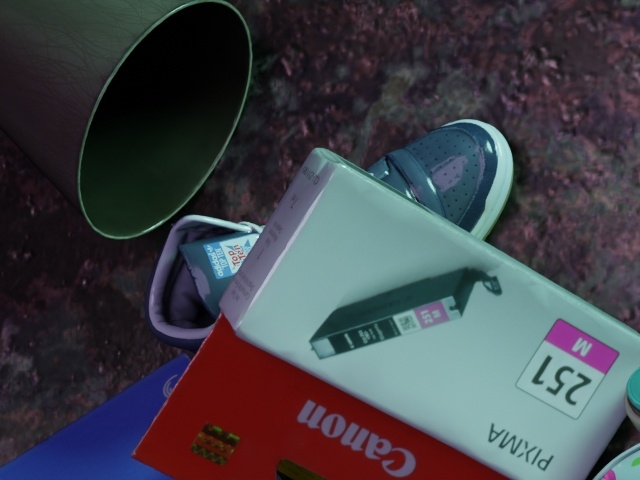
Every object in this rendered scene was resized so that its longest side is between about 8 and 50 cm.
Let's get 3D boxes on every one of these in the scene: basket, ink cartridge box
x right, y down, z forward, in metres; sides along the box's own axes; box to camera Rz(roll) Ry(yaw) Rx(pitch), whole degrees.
[{"bbox_3d":[-0.195,-0.138,1.489,0.227,0.154,0.204,31,96,37],"label":"basket"},{"bbox_3d":[0.052,0.107,1.214,0.239,0.275,0.060,-59,21,5],"label":"ink cartridge box"}]

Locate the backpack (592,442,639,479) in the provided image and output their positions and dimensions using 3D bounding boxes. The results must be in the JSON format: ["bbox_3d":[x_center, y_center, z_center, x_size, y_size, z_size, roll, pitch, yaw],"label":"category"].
[{"bbox_3d":[0.248,0.239,1.110,0.225,0.191,0.253,6,75,32],"label":"backpack"}]

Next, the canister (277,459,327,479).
[{"bbox_3d":[0.029,0.095,1.306,0.170,0.126,0.073,-42,36,17],"label":"canister"}]

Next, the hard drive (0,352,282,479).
[{"bbox_3d":[-0.186,0.229,1.335,0.318,0.040,0.210,-32,41,-10],"label":"hard drive"}]

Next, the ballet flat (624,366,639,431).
[{"bbox_3d":[0.309,0.058,1.179,0.248,0.086,0.086,-35,62,20],"label":"ballet flat"}]

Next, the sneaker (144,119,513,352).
[{"bbox_3d":[0.000,0.000,1.329,0.282,0.153,0.099,-37,61,18],"label":"sneaker"}]
